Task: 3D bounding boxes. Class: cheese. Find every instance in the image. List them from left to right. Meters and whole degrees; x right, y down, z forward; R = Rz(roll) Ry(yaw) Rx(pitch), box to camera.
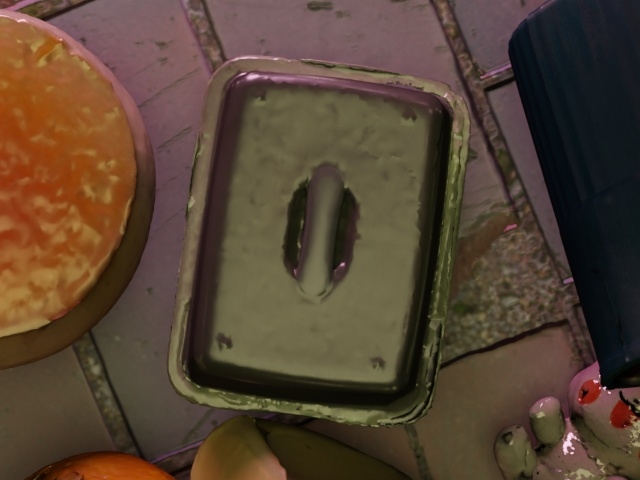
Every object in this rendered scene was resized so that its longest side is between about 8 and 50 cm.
[{"bbox_3d":[0.041,0.273,1.542,0.316,0.259,0.128,30,112,-34],"label":"cheese"}]

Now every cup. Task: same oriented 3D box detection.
[{"bbox_3d":[0.320,-0.068,1.496,0.308,0.242,0.292,-18,76,1],"label":"cup"}]

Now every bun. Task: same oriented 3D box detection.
[{"bbox_3d":[-0.287,-0.039,1.582,0.299,0.165,0.298,2,79,-8],"label":"bun"}]

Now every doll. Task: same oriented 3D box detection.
[{"bbox_3d":[0.241,0.172,1.604,0.192,0.095,0.149,-42,65,3],"label":"doll"}]

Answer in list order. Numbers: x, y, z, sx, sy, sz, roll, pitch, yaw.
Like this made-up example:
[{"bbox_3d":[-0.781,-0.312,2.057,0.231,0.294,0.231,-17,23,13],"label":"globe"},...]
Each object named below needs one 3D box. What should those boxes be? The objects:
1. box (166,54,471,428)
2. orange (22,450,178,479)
[{"bbox_3d":[0.000,0.000,1.555,0.221,0.166,0.290,7,84,0],"label":"box"},{"bbox_3d":[-0.180,0.298,1.556,0.246,0.246,0.246,0,93,2],"label":"orange"}]
